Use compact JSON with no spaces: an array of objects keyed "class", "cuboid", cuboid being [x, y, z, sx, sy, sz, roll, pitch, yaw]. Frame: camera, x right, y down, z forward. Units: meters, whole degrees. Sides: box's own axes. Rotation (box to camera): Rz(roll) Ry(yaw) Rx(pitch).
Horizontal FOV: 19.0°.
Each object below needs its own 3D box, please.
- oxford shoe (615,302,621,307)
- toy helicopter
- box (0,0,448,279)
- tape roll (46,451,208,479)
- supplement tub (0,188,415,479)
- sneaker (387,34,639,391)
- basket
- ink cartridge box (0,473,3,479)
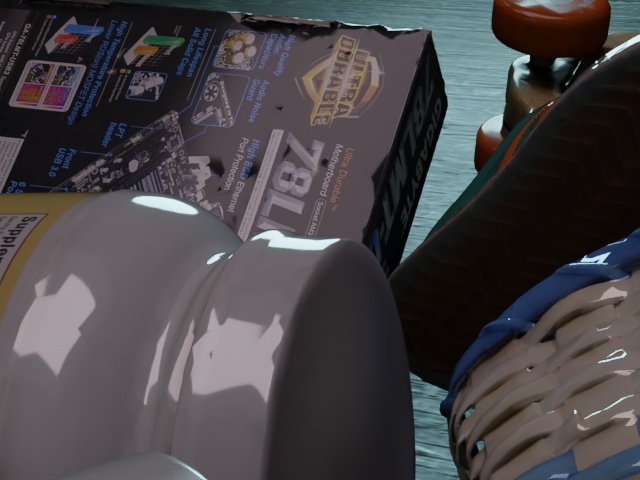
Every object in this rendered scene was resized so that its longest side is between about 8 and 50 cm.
[{"class":"oxford shoe","cuboid":[0.339,-0.019,1.019,0.449,0.169,0.130,-30,1,-34]},{"class":"toy helicopter","cuboid":[0.248,-0.051,1.272,0.235,0.140,0.355,0,30,-9]},{"class":"box","cuboid":[-0.110,0.008,0.992,0.293,0.073,0.296,7,59,18]},{"class":"tape roll","cuboid":[-0.087,0.193,0.486,0.169,0.246,0.246,-16,22,-23]},{"class":"supplement tub","cuboid":[-0.147,0.099,0.764,0.331,0.241,0.241,0,21,17]},{"class":"sneaker","cuboid":[0.146,-0.041,0.894,0.302,0.108,0.121,-37,10,43]},{"class":"basket","cuboid":[0.171,0.077,0.742,0.254,0.201,0.289,-27,17,19]},{"class":"ink cartridge box","cuboid":[-0.164,0.080,0.586,0.143,0.090,0.092,-35,55,4]}]
